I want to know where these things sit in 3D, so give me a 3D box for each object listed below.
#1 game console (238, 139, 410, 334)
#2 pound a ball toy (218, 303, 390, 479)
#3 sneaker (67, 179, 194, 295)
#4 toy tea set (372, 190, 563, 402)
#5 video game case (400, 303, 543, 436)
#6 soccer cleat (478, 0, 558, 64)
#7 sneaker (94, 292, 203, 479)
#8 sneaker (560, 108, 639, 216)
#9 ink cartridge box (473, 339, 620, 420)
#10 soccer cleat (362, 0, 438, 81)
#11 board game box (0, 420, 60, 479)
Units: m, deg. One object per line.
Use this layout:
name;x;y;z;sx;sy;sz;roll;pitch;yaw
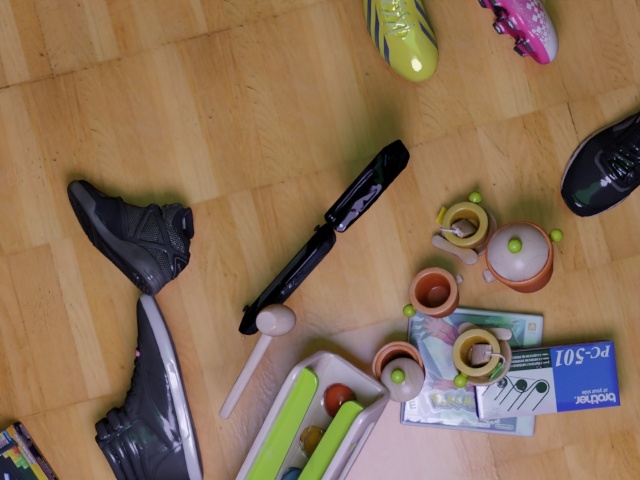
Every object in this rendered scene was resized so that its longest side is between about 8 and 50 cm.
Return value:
game console;0.000;0.000;1.661;0.044;0.213;0.361;42;101;2
pound a ball toy;-0.038;0.262;1.654;0.208;0.136;0.319;33;112;18
sneaker;-0.277;-0.027;1.732;0.227;0.087;0.130;40;60;23
toy tea set;0.200;0.088;1.641;0.200;0.124;0.336;22;80;25
video game case;0.227;0.194;1.731;0.201;0.023;0.183;5;88;3
soccer cleat;0.277;-0.421;1.699;0.143;0.116;0.331;-35;87;1
sneaker;-0.274;0.230;1.708;0.147;0.104;0.295;-12;92;-3
sneaker;0.470;-0.147;1.679;0.283;0.124;0.107;-41;87;1
ink cartridge box;0.329;0.204;1.693;0.207;0.046;0.097;-6;89;2
soccer cleat;0.102;-0.374;1.702;0.093;0.121;0.289;-17;88;1
board game box;-0.470;0.383;1.741;0.141;0.048;0.170;-35;87;0
